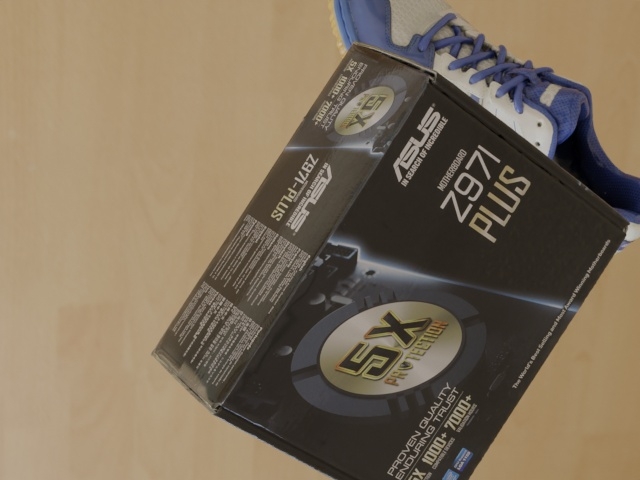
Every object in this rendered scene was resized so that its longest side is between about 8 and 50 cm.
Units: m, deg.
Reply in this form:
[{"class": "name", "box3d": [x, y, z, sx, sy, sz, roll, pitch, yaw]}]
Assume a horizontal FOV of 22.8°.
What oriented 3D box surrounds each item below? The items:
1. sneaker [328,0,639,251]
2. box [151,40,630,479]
[{"class": "sneaker", "box3d": [0.134, -0.107, 1.172, 0.296, 0.131, 0.112, 47, 52, -12]}, {"class": "box", "box3d": [0.035, 0.022, 0.754, 0.147, 0.077, 0.180, 34, 90, -33]}]
